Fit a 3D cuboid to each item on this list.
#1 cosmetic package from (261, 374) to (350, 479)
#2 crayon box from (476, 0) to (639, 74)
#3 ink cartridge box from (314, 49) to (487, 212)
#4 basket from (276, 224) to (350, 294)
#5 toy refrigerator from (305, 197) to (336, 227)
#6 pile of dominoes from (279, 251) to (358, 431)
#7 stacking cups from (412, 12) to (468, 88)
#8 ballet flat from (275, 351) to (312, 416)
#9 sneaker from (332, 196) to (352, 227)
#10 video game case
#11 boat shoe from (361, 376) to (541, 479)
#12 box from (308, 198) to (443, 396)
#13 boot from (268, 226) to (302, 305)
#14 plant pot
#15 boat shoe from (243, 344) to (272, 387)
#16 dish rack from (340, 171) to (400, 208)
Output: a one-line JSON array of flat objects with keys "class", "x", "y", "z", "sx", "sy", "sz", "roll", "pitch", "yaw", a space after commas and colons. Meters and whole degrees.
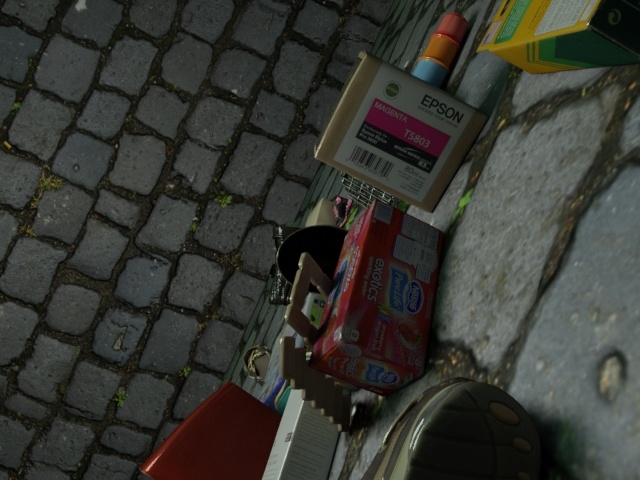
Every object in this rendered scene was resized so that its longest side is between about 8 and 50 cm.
[{"class": "cosmetic package", "x": -0.028, "y": 0.348, "z": 0.926, "sx": 0.117, "sy": 0.086, "sz": 0.231, "roll": 129, "pitch": 162, "yaw": -56}, {"class": "crayon box", "x": 0.325, "y": -0.317, "z": 0.651, "sx": 0.203, "sy": 0.083, "sz": 0.323, "roll": -63, "pitch": 10, "yaw": 12}, {"class": "ink cartridge box", "x": 0.132, "y": -0.185, "z": 0.926, "sx": 0.088, "sy": 0.235, "sz": 0.193, "roll": -88, "pitch": 24, "yaw": -67}, {"class": "basket", "x": 0.002, "y": 0.053, "z": 1.287, "sx": 0.227, "sy": 0.204, "sz": 0.154, "roll": 108, "pitch": 161, "yaw": -84}, {"class": "toy refrigerator", "x": 0.000, "y": 0.000, "z": 1.663, "sx": 0.102, "sy": 0.094, "sz": 0.269, "roll": -50, "pitch": 18, "yaw": 40}, {"class": "pile of dominoes", "x": -0.003, "y": 0.168, "z": 0.842, "sx": 0.040, "sy": 0.251, "sz": 0.196, "roll": -6, "pitch": 50, "yaw": 29}, {"class": "stacking cups", "x": 0.243, "y": -0.377, "z": 1.236, "sx": 0.316, "sy": 0.096, "sz": 0.096, "roll": -66, "pitch": 9, "yaw": -2}, {"class": "ballet flat", "x": -0.033, "y": 0.290, "z": 1.138, "sx": 0.248, "sy": 0.086, "sz": 0.086, "roll": -58, "pitch": 12, "yaw": 41}, {"class": "sneaker", "x": 0.058, "y": -0.088, "z": 1.663, "sx": 0.047, "sy": 0.057, "sz": 0.119, "roll": -49, "pitch": 20, "yaw": 55}, {"class": "video game case", "x": -0.072, "y": 0.298, "z": 1.376, "sx": 0.269, "sy": 0.061, "sz": 0.244, "roll": -57, "pitch": 12, "yaw": 44}, {"class": "boat shoe", "x": 0.069, "y": 0.285, "z": 0.471, "sx": 0.355, "sy": 0.132, "sz": 0.130, "roll": -57, "pitch": -1, "yaw": -4}, {"class": "box", "x": 0.088, "y": 0.083, "z": 0.806, "sx": 0.122, "sy": 0.128, "sz": 0.256, "roll": 126, "pitch": 165, "yaw": -52}, {"class": "boot", "x": -0.092, "y": 0.097, "z": 1.821, "sx": 0.348, "sy": 0.131, "sz": 0.260, "roll": 17, "pitch": -109, "yaw": -75}, {"class": "plant pot", "x": -0.199, "y": 0.459, "z": 1.146, "sx": 0.235, "sy": 0.267, "sz": 0.267, "roll": -55, "pitch": 3, "yaw": -28}, {"class": "boat shoe", "x": -0.178, "y": 0.382, "z": 1.647, "sx": 0.116, "sy": 0.097, "sz": 0.324, "roll": -67, "pitch": 9, "yaw": -10}, {"class": "dish rack", "x": 0.150, "y": -0.195, "z": 1.132, "sx": 0.208, "sy": 0.074, "sz": 0.271, "roll": 40, "pitch": 115, "yaw": 49}]
